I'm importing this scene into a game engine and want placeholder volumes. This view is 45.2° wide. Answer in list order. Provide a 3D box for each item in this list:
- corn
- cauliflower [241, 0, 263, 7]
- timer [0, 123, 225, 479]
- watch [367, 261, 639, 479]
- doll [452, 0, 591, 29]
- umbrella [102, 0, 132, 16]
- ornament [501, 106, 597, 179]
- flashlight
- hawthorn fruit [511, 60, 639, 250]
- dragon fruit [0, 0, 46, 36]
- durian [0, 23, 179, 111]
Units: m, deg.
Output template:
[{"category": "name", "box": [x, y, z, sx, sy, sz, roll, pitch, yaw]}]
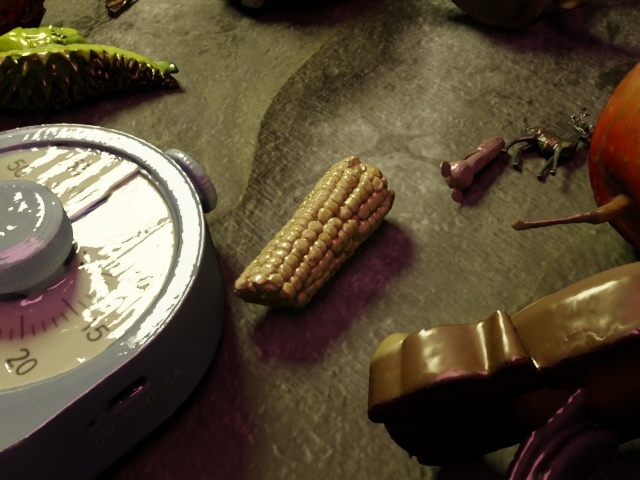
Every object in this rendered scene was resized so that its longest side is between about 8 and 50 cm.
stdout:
[{"category": "corn", "box": [0.000, 0.000, 0.799, 0.087, 0.087, 0.211, 23, 58, 24]}, {"category": "cauliflower", "box": [-0.053, -0.490, 1.172, 0.239, 0.256, 0.315, 3, 19, 14]}, {"category": "timer", "box": [-0.266, 0.029, 0.738, 0.395, 0.173, 0.395, -4, 48, 4]}, {"category": "watch", "box": [0.228, 0.200, 0.499, 0.335, 0.314, 0.327, -16, 58, 11]}, {"category": "doll", "box": [0.283, -0.449, 1.110, 0.318, 0.209, 0.340, -14, 36, 39]}, {"category": "umbrella", "box": [-0.310, -0.374, 1.198, 0.083, 0.031, 0.020, -41, 24, -29]}, {"category": "ornament", "box": [0.277, -0.121, 0.909, 0.073, 0.028, 0.125, 33, 61, 29]}, {"category": "flashlight", "box": [0.175, -0.089, 0.890, 0.110, 0.052, 0.031, -38, 19, -33]}, {"category": "hawthorn fruit", "box": [0.381, -0.074, 0.746, 0.235, 0.263, 0.231, 35, 24, 21]}, {"category": "dragon fruit", "box": [-0.479, -0.358, 1.094, 0.182, 0.189, 0.182, -8, 52, 11]}, {"category": "durian", "box": [-0.378, -0.226, 1.022, 0.375, 0.107, 0.132, -6, 43, -5]}]
